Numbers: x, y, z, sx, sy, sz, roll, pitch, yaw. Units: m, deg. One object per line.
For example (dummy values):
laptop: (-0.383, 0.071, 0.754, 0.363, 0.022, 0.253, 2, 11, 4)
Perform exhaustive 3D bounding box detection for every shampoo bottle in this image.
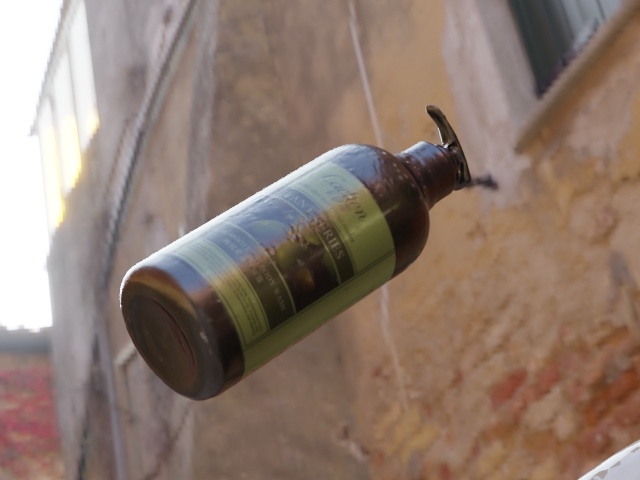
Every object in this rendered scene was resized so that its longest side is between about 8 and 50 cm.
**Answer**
shampoo bottle: (0.000, 0.000, 1.031, 0.284, 0.101, 0.101, -32, -18, -32)

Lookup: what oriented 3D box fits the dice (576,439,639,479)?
dice: (0.290, 0.284, 0.875, 0.304, 0.277, 0.304, -34, -63, -2)
